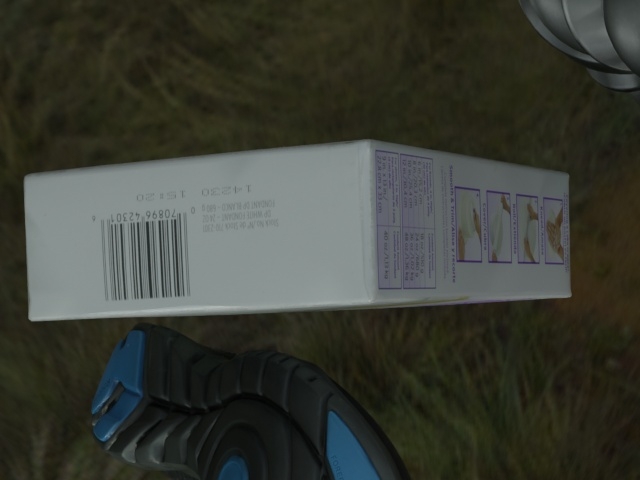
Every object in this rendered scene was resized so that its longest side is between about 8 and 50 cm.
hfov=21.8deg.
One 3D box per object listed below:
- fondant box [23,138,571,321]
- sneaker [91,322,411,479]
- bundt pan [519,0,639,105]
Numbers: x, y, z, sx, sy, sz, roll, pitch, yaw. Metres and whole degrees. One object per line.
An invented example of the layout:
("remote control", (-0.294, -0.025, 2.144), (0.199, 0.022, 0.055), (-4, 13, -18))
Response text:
("fondant box", (0.000, 0.000, 1.093), (0.238, 0.330, 0.096), (-4, 88, 28))
("sneaker", (-0.019, 0.132, 1.064), (0.139, 0.341, 0.125), (21, 92, -32))
("bundt pan", (0.251, -0.115, 0.961), (0.330, 0.331, 0.124), (32, 94, 13))
